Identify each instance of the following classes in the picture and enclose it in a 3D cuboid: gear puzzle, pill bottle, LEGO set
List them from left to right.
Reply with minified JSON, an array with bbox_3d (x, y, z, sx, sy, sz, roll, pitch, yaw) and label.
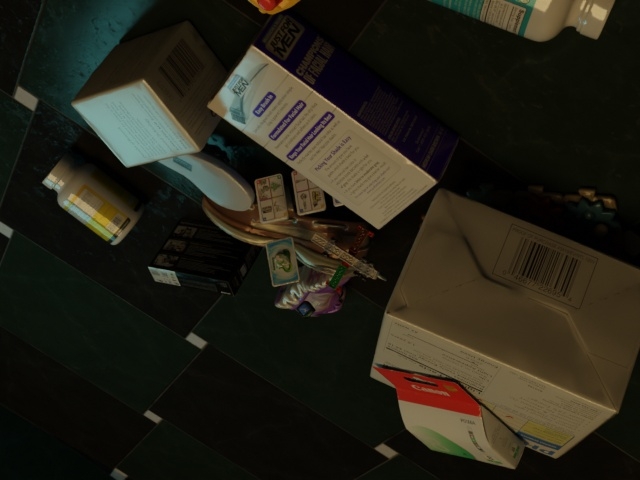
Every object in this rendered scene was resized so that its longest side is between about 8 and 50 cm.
[{"bbox_3d":[-0.436,-0.083,2.074,0.184,0.103,0.103,39,144,-14],"label":"pill bottle"},{"bbox_3d":[0.000,0.000,1.779,0.182,0.244,0.060,-13,169,17],"label":"LEGO set"},{"bbox_3d":[0.222,-0.328,1.282,0.264,0.146,0.146,22,144,8],"label":"pill bottle"},{"bbox_3d":[0.306,-0.013,1.705,0.339,0.044,0.175,5,139,30],"label":"gear puzzle"}]

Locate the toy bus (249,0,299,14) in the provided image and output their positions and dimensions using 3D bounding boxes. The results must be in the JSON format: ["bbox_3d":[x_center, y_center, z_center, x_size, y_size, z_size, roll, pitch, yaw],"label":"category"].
[{"bbox_3d":[-0.045,-0.361,1.368,0.149,0.211,0.220,40,145,-18],"label":"toy bus"}]

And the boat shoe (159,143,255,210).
[{"bbox_3d":[-0.197,-0.135,1.858,0.228,0.076,0.080,30,137,14],"label":"boat shoe"}]

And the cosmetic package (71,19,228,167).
[{"bbox_3d":[-0.262,-0.230,1.729,0.183,0.151,0.151,-8,132,41],"label":"cosmetic package"}]

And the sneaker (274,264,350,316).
[{"bbox_3d":[0.011,0.084,1.998,0.104,0.095,0.236,31,150,-15],"label":"sneaker"}]

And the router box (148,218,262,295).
[{"bbox_3d":[-0.215,0.030,2.037,0.179,0.133,0.046,10,140,25],"label":"router box"}]

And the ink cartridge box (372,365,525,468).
[{"bbox_3d":[0.200,0.288,1.751,0.181,0.056,0.224,4,152,46],"label":"ink cartridge box"}]

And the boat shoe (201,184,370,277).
[{"bbox_3d":[-0.054,-0.043,1.873,0.324,0.123,0.116,21,111,17],"label":"boat shoe"}]

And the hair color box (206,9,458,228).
[{"bbox_3d":[0.017,-0.180,1.641,0.339,0.110,0.185,34,146,-11],"label":"hair color box"}]

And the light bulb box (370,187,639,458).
[{"bbox_3d":[0.285,0.143,1.693,0.358,0.225,0.361,23,160,7],"label":"light bulb box"}]
